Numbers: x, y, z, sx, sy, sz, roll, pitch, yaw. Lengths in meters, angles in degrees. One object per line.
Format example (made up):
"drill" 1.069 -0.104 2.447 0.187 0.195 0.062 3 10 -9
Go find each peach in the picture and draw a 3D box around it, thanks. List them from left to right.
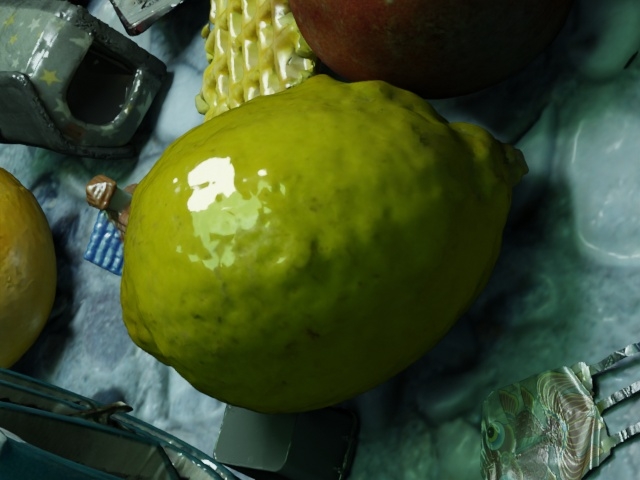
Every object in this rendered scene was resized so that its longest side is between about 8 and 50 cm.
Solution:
"peach" 0.097 -0.234 1.458 0.252 0.252 0.252 -24 54 38

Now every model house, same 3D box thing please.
"model house" -0.175 -0.001 1.711 0.148 0.148 0.119 24 90 53

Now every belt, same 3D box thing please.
"belt" -0.231 0.216 1.439 0.300 0.436 0.173 25 93 46

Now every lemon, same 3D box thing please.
"lemon" -0.007 0.003 1.424 0.316 0.285 0.285 -25 54 38

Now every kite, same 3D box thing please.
"kite" 0.209 0.136 1.327 0.229 0.016 0.127 -33 52 37

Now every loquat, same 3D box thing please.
"loquat" -0.415 0.034 1.878 0.263 0.263 0.263 -24 54 38

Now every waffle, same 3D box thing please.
"waffle" -0.061 -0.166 1.661 0.307 0.060 0.312 -106 28 -48

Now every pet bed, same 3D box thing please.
"pet bed" -0.303 -0.165 1.906 0.211 0.183 0.159 15 76 48

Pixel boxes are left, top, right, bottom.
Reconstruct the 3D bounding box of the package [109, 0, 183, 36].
"package" -0.182 -0.321 1.938 0.154 0.030 0.239 -33 44 -1

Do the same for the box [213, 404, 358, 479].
"box" -0.034 0.176 1.527 0.122 0.069 0.084 -1 68 48

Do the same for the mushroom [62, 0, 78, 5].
"mushroom" -0.353 -0.346 2.110 0.194 0.138 0.231 -20 67 25
